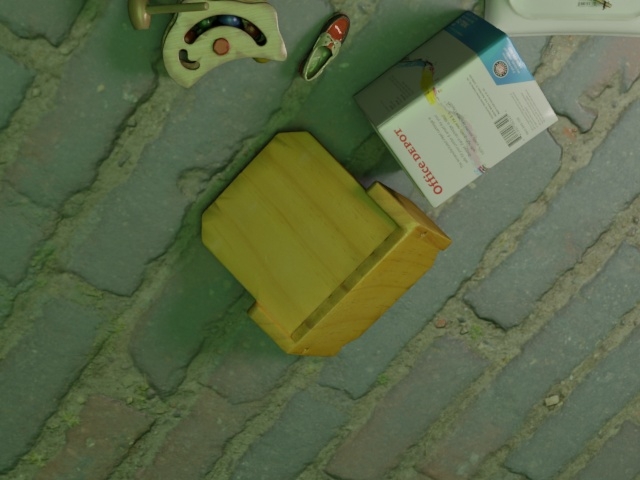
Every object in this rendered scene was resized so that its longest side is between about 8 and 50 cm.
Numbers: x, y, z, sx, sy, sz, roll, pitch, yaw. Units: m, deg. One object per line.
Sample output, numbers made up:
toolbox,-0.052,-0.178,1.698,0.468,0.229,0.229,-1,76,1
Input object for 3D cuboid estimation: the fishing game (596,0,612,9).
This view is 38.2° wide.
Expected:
fishing game,0.483,-0.531,1.528,0.189,0.041,0.264,30,119,-5

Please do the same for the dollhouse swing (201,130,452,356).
dollhouse swing,0.000,0.000,1.809,0.347,0.305,0.315,-46,157,11

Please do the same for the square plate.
square plate,0.461,-0.516,1.591,0.348,0.049,0.343,3,116,12

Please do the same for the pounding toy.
pounding toy,-0.187,-0.330,1.553,0.270,0.155,0.154,1,111,-13

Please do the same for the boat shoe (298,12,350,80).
boat shoe,0.009,-0.344,1.652,0.049,0.043,0.137,33,104,-22

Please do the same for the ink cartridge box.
ink cartridge box,0.235,-0.238,1.663,0.270,0.197,0.198,-36,118,6
